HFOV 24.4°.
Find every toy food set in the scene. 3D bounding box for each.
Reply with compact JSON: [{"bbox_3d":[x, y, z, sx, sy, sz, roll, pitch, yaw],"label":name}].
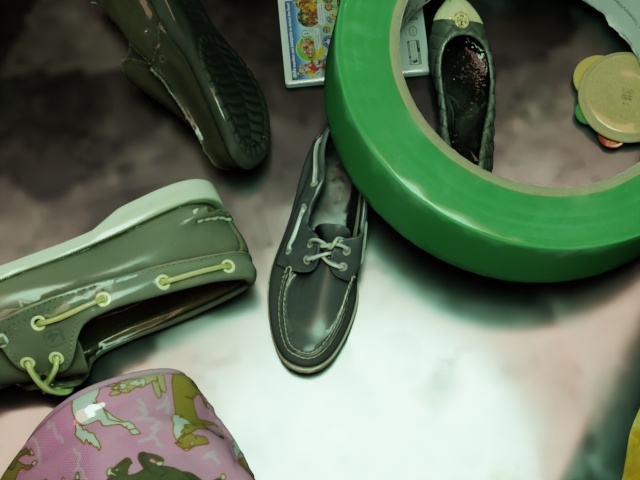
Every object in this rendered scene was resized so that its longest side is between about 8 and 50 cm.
[{"bbox_3d":[0.251,-0.116,1.221,0.083,0.020,0.083,-3,73,0],"label":"toy food set"}]

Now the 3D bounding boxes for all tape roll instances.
[{"bbox_3d":[0.165,-0.128,1.155,0.321,0.077,0.321,3,67,-7],"label":"tape roll"}]

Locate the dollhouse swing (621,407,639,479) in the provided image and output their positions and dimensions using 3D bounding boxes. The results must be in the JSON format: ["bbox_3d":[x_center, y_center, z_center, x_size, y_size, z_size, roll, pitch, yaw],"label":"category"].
[{"bbox_3d":[0.415,0.142,1.010,0.305,0.315,0.347,21,73,29],"label":"dollhouse swing"}]

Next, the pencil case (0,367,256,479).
[{"bbox_3d":[-0.067,0.262,0.996,0.160,0.167,0.386,-47,60,15],"label":"pencil case"}]

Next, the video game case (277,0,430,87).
[{"bbox_3d":[0.027,-0.175,1.249,0.122,0.011,0.087,-5,73,-1],"label":"video game case"}]

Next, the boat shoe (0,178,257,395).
[{"bbox_3d":[-0.195,0.061,1.129,0.305,0.109,0.091,-29,69,-11],"label":"boat shoe"}]

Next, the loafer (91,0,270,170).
[{"bbox_3d":[-0.116,-0.143,1.217,0.078,0.080,0.220,-36,74,24],"label":"loafer"}]

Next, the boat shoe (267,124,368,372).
[{"bbox_3d":[0.000,0.000,1.166,0.075,0.065,0.206,11,73,6],"label":"boat shoe"}]

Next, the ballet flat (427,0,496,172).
[{"bbox_3d":[0.121,-0.121,1.208,0.057,0.049,0.173,-1,73,-8],"label":"ballet flat"}]
